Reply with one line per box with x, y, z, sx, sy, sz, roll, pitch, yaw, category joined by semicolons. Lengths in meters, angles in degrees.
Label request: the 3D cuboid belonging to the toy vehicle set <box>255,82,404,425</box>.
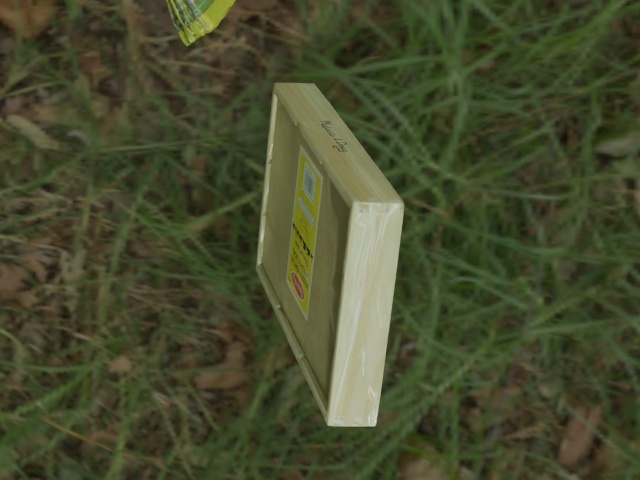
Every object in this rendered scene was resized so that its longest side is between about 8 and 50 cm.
0.000;0.000;1.090;0.035;0.267;0.166;0;113;-14;toy vehicle set

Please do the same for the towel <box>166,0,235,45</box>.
-0.120;-0.214;0.762;0.021;0.102;0.237;-30;106;20;towel
